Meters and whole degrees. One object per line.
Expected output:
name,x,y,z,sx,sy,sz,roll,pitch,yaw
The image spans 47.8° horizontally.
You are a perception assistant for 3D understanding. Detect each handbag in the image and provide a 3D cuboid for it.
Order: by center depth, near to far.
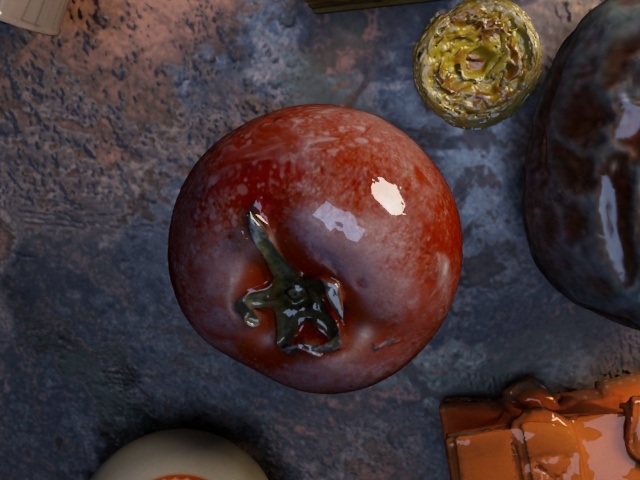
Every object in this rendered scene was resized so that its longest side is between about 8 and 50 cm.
handbag,0.348,0.284,0.749,0.410,0.116,0.303,-9,101,9

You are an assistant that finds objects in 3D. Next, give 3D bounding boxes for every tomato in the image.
tomato,0.000,0.000,0.678,0.270,0.227,0.270,7,122,11

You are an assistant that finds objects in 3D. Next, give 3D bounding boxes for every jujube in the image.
jujube,0.304,-0.069,0.628,0.246,0.215,0.308,-1,103,9

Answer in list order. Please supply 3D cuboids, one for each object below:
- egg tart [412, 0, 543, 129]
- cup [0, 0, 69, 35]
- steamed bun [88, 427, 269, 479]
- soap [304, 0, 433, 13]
egg tart,0.153,-0.174,0.713,0.129,0.049,0.129,1,105,3
cup,-0.312,-0.361,0.679,0.208,0.288,0.273,18,106,-33
steamed bun,-0.150,0.321,0.769,0.232,0.145,0.232,2,81,-16
soap,0.111,-0.250,0.679,0.252,0.092,0.037,-4,99,9
